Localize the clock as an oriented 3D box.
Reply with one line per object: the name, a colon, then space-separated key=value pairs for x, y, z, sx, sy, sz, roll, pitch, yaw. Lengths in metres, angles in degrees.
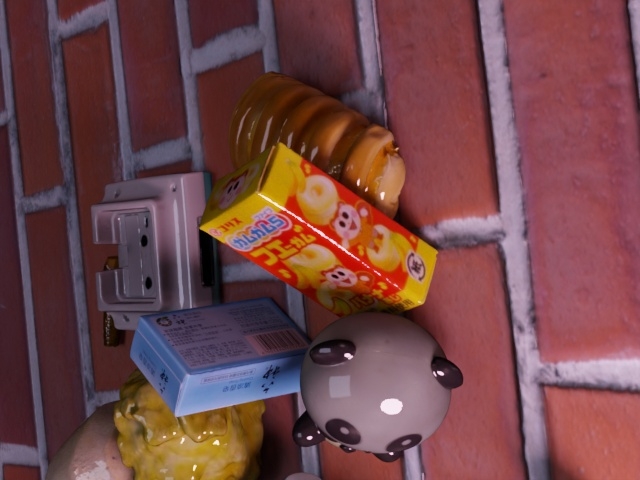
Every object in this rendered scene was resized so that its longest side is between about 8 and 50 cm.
clock: x=-0.273 y=0.023 z=2.045 sx=0.231 sy=0.116 sz=0.262 roll=-2 pitch=93 yaw=50

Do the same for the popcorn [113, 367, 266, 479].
popcorn: x=-0.197 y=0.290 z=1.896 sx=0.235 sy=0.242 sz=0.250 roll=20 pitch=122 yaw=39

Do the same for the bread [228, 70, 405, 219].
bread: x=-0.014 y=-0.118 z=1.708 sx=0.311 sy=0.121 sz=0.172 roll=30 pitch=116 yaw=43

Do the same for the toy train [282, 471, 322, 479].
toy train: x=-0.130 y=0.489 z=1.840 sx=0.407 sy=0.086 sz=0.088 roll=-48 pitch=57 yaw=30

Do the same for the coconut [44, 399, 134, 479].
coconut: x=-0.324 y=0.391 z=2.050 sx=0.247 sy=0.245 sz=0.244 roll=-40 pitch=63 yaw=46

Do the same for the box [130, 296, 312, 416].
box: x=-0.139 y=0.164 z=1.800 sx=0.142 sy=0.232 sz=0.083 roll=45 pitch=129 yaw=39

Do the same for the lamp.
lamp: x=0.063 y=0.196 z=1.599 sx=0.197 sy=0.198 sz=0.244 roll=63 pitch=152 yaw=25

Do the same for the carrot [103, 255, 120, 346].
carrot: x=-0.372 y=0.112 z=2.231 sx=0.042 sy=0.042 sz=0.170 roll=17 pitch=107 yaw=49

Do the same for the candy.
candy: x=0.000 y=0.000 z=1.588 sx=0.146 sy=0.276 sz=0.088 roll=-26 pitch=37 yaw=48
